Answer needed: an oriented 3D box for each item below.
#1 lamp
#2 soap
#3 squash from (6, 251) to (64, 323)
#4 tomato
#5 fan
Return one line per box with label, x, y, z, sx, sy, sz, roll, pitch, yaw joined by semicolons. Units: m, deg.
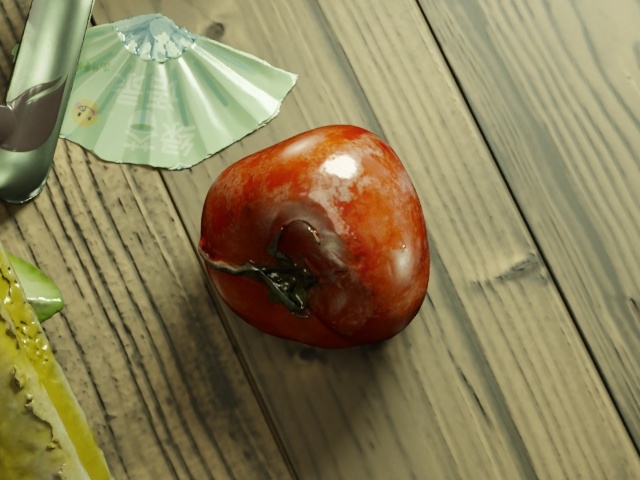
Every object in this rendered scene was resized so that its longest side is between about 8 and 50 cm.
lamp;-0.333;-0.173;1.478;0.283;0.124;0.203;20;81;7
soap;-0.344;0.132;1.349;0.304;0.169;0.338;-24;105;-3
squash;-0.375;0.018;1.444;0.289;0.111;0.203;-26;117;3
tomato;0.000;0.000;1.416;0.187;0.151;0.187;10;120;18
fan;-0.139;-0.124;1.516;0.240;0.009;0.131;6;82;4
